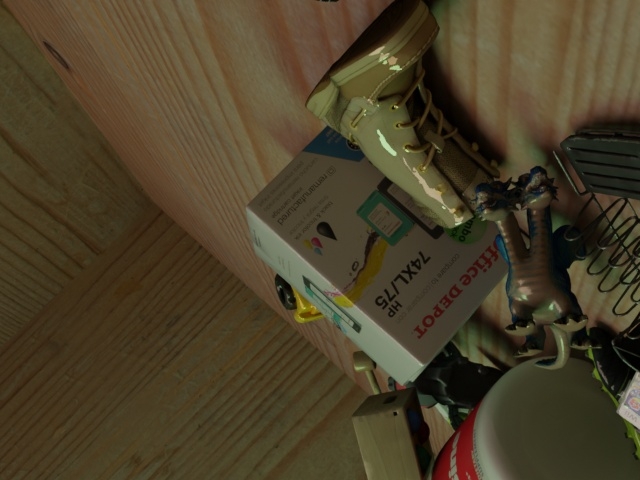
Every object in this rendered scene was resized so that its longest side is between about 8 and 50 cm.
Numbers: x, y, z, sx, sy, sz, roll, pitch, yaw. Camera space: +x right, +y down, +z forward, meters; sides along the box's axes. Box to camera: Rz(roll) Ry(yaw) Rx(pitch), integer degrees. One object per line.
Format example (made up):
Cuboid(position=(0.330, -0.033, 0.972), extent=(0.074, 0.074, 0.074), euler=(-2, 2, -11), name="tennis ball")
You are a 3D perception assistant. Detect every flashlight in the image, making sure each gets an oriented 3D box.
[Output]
Cuboid(position=(0.201, 0.240, 1.317), extent=(0.103, 0.103, 0.304), euler=(62, 165, 2), name="flashlight")

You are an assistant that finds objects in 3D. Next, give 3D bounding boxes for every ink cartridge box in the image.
Cuboid(position=(0.076, 0.010, 0.967), extent=(0.270, 0.198, 0.197), euler=(41, 167, 11), name="ink cartridge box")

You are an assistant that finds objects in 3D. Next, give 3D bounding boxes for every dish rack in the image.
Cuboid(position=(0.291, 0.029, 0.623), extent=(0.271, 0.074, 0.208), euler=(50, 166, -26), name="dish rack")

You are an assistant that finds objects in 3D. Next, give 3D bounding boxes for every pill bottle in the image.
Cuboid(position=(0.285, 0.342, 1.114), extent=(0.229, 0.229, 0.408), euler=(41, 152, 17), name="pill bottle")

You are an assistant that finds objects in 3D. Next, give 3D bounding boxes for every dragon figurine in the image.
Cuboid(position=(0.221, 0.036, 0.779), extent=(0.085, 0.144, 0.289), euler=(-11, 153, 22), name="dragon figurine")

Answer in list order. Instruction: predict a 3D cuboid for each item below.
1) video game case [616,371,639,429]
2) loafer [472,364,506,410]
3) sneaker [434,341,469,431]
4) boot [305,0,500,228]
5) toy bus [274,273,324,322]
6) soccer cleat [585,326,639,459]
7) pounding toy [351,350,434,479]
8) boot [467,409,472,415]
Cuboid(position=(0.373, 0.168, 0.832), extent=(0.087, 0.011, 0.122), euler=(36, 137, 32), name="video game case")
Cuboid(position=(0.340, 0.277, 1.298), extent=(0.251, 0.094, 0.087), euler=(31, 151, 32), name="loafer")
Cuboid(position=(0.228, 0.267, 1.570), extent=(0.300, 0.111, 0.121), euler=(58, 171, -31), name="sneaker")
Cuboid(position=(0.097, -0.109, 0.747), extent=(0.203, 0.095, 0.262), euler=(44, 165, -6), name="boot")
Cuboid(position=(0.000, 0.000, 1.222), extent=(0.211, 0.149, 0.220), euler=(135, 116, -71), name="toy bus")
Cuboid(position=(0.368, 0.174, 0.911), extent=(0.179, 0.072, 0.060), euler=(61, -152, -3), name="soccer cleat")
Cuboid(position=(0.118, 0.269, 1.245), extent=(0.181, 0.094, 0.206), euler=(-11, -94, -74), name="pounding toy")
Cuboid(position=(0.367, 0.349, 1.465), extent=(0.197, 0.073, 0.152), euler=(26, 163, 20), name="boot")
